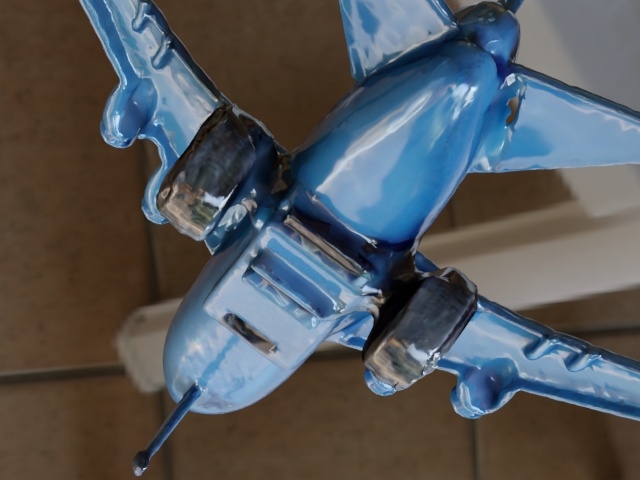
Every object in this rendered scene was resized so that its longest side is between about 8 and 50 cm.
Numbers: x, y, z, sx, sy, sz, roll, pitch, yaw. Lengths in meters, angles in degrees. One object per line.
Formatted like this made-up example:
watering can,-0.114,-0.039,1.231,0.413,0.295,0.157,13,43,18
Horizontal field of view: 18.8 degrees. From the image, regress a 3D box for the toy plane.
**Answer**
toy plane,0.000,0.000,0.634,0.254,0.271,0.105,37,47,-2
